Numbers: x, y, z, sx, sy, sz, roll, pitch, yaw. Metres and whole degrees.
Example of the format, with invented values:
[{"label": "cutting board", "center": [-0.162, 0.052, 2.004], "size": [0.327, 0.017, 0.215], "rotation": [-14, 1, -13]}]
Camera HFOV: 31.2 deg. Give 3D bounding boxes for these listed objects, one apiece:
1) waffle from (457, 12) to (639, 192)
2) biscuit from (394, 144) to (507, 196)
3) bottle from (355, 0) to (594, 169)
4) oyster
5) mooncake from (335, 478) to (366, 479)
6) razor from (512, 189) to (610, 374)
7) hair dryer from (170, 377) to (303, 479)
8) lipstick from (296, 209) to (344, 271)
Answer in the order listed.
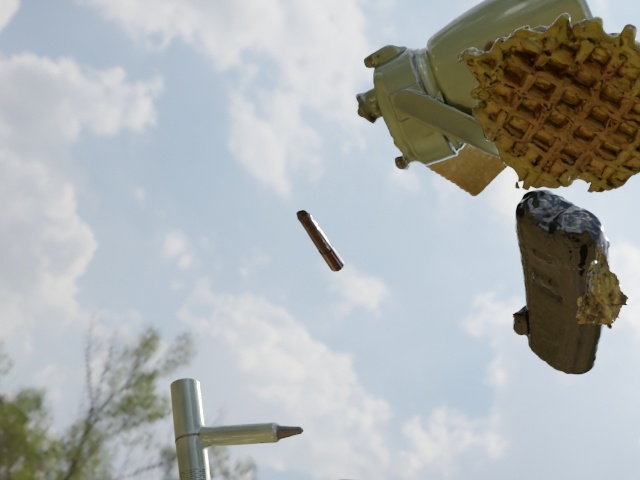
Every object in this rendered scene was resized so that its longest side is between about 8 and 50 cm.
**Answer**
[{"label": "waffle", "center": [0.290, -0.152, 1.316], "size": [0.254, 0.052, 0.245], "rotation": [-6, -49, 40]}, {"label": "biscuit", "center": [0.245, -0.176, 1.956], "size": [0.249, 0.160, 0.030], "rotation": [26, 22, -42]}, {"label": "bottle", "center": [0.226, -0.214, 1.598], "size": [0.351, 0.229, 0.229], "rotation": [-24, -56, 14]}, {"label": "oyster", "center": [0.442, 0.088, 1.803], "size": [0.108, 0.053, 0.166], "rotation": [56, -16, 38]}, {"label": "mooncake", "center": [0.048, 0.498, 1.765], "size": [0.117, 0.235, 0.235], "rotation": [-5, -49, 44]}, {"label": "razor", "center": [0.422, 0.074, 2.003], "size": [0.189, 0.107, 0.327], "rotation": [39, -33, 44]}, {"label": "hair dryer", "center": [-0.107, 0.240, 1.510], "size": [0.183, 0.155, 0.044], "rotation": [-17, -29, 9]}, {"label": "lipstick", "center": [0.001, 0.000, 1.738], "size": [0.027, 0.027, 0.176], "rotation": [23, -17, 27]}]
